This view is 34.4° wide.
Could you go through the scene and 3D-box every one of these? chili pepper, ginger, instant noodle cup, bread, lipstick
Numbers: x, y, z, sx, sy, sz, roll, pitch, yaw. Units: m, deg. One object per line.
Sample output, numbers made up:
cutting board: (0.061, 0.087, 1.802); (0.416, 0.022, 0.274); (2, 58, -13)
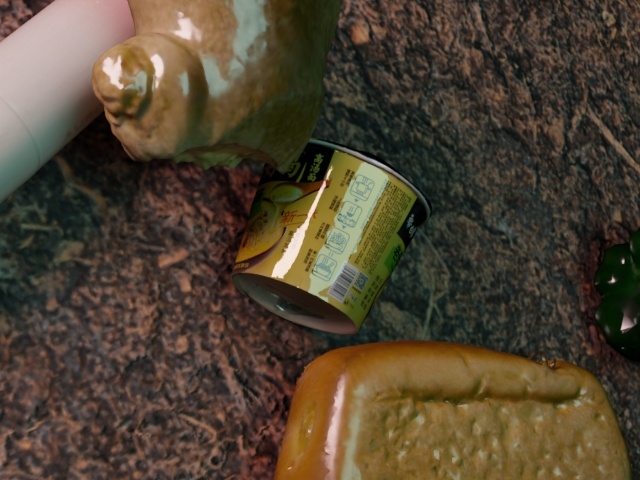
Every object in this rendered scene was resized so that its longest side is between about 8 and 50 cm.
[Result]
chili pepper: (0.422, 0.060, 1.107); (0.261, 0.165, 0.173); (2, 57, -31)
ginger: (-0.085, -0.166, 0.745); (0.221, 0.130, 0.275); (-41, 113, -28)
instant noodle cup: (0.000, 0.000, 0.851); (0.151, 0.151, 0.122); (34, 68, -23)
bread: (0.110, 0.250, 0.852); (0.337, 0.148, 0.327); (4, 70, -32)
lipstick: (-0.213, -0.107, 0.763); (0.087, 0.087, 0.327); (48, 55, -14)
